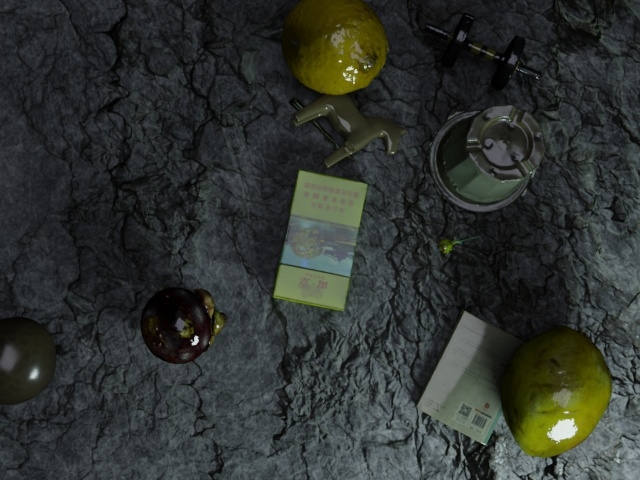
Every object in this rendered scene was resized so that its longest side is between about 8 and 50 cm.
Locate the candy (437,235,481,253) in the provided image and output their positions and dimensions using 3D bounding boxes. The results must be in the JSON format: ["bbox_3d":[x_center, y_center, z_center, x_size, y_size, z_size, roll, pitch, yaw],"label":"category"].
[{"bbox_3d":[0.361,0.004,1.945,0.123,0.035,0.035,-15,40,-15],"label":"candy"}]

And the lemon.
[{"bbox_3d":[0.037,-0.487,1.850,0.253,0.310,0.253,-17,124,-27],"label":"lemon"}]

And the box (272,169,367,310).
[{"bbox_3d":[0.000,0.000,1.920,0.187,0.047,0.335,11,85,-2],"label":"box"}]

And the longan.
[{"bbox_3d":[-0.735,0.289,1.796,0.198,0.198,0.212,17,80,-1],"label":"longan"}]

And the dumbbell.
[{"bbox_3d":[0.419,-0.488,1.934,0.325,0.143,0.143,24,84,0],"label":"dumbbell"}]

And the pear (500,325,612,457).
[{"bbox_3d":[0.563,0.363,1.801,0.269,0.269,0.321,19,104,0],"label":"pear"}]

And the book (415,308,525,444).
[{"bbox_3d":[0.394,0.349,1.913,0.214,0.025,0.283,30,84,-1],"label":"book"}]

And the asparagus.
[{"bbox_3d":[0.005,-0.289,1.961,0.233,0.022,0.023,45,42,3],"label":"asparagus"}]

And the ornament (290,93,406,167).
[{"bbox_3d":[0.084,-0.290,1.936,0.245,0.061,0.230,-34,84,-19],"label":"ornament"}]

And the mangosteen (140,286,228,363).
[{"bbox_3d":[-0.327,0.201,1.836,0.217,0.192,0.192,-16,84,-42],"label":"mangosteen"}]

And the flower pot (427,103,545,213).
[{"bbox_3d":[0.423,-0.222,1.851,0.290,0.259,0.290,0,85,-1],"label":"flower pot"}]
